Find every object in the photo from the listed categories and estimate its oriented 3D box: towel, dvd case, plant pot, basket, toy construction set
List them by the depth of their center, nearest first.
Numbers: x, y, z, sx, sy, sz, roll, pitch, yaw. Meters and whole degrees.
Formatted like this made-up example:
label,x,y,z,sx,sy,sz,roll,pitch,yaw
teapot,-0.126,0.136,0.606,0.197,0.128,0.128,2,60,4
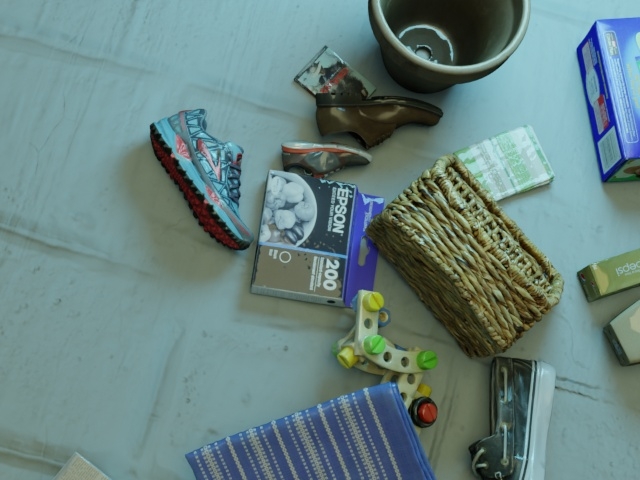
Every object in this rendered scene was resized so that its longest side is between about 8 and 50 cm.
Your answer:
label,x,y,z,sx,sy,sz,roll,pitch,yaw
towel,-0.002,0.367,1.685,0.335,0.040,0.243,-20,101,5
toy construction set,0.062,0.260,1.762,0.215,0.151,0.328,37,79,-22
basket,0.255,0.007,1.818,0.223,0.213,0.299,-39,87,-14
plant pot,0.532,0.153,1.888,0.096,0.109,0.109,-24,79,-1
plant pot,0.195,-0.354,1.915,0.263,0.229,0.263,2,73,-8
towel,0.319,-0.129,1.980,0.152,0.023,0.113,-21,76,-11
dvd case,0.026,-0.272,1.981,0.119,0.013,0.087,41,73,5

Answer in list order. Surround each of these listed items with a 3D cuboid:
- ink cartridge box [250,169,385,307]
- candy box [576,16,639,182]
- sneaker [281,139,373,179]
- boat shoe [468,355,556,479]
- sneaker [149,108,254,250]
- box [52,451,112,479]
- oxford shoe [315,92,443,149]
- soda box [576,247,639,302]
label,x,y,z,sx,sy,sz,roll,pitch,yaw
ink cartridge box,0.000,0.000,1.884,0.208,0.045,0.206,9,73,-7
candy box,0.638,-0.254,2.006,0.317,0.122,0.268,-4,74,-8
sneaker,0.009,-0.133,1.927,0.157,0.061,0.065,5,100,-6
boat shoe,0.291,0.343,1.802,0.119,0.121,0.335,11,62,3
sneaker,-0.168,-0.109,1.861,0.125,0.104,0.262,-30,81,-17
box,-0.344,0.388,1.641,0.103,0.203,0.114,38,71,3
oxford shoe,0.100,-0.202,1.945,0.227,0.083,0.096,0,94,-13
soda box,0.534,0.048,1.935,0.181,0.061,0.058,-17,78,-12
